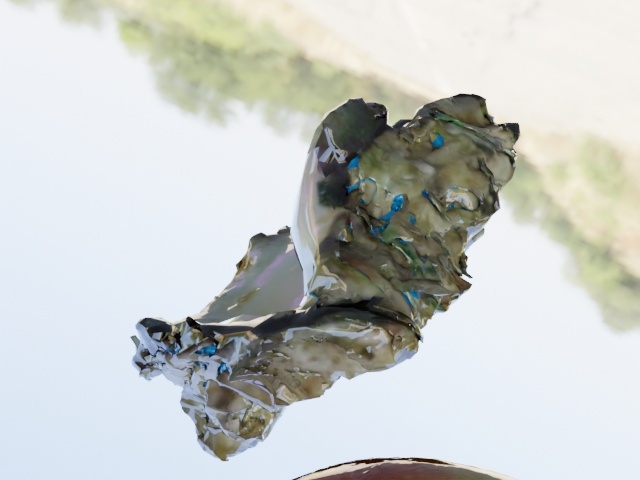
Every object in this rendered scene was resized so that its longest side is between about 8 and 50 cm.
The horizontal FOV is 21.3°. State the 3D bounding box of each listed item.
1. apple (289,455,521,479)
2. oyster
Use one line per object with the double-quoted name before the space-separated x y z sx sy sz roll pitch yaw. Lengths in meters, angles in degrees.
"apple" 0.019 0.132 0.381 0.163 0.163 0.139 24 141 -9
"oyster" 0.006 0.007 0.750 0.092 0.198 0.259 48 179 -1
